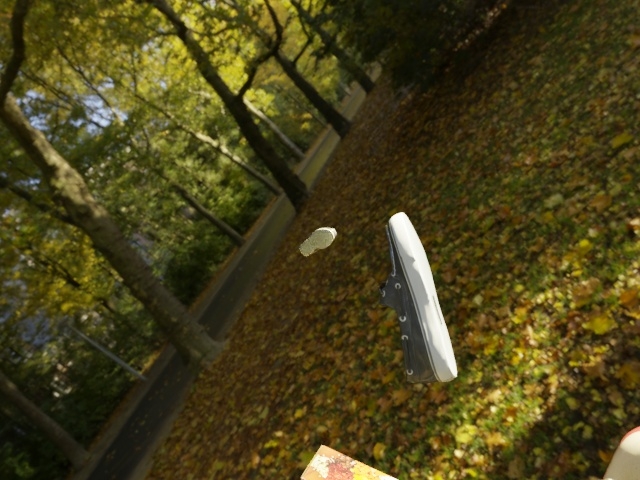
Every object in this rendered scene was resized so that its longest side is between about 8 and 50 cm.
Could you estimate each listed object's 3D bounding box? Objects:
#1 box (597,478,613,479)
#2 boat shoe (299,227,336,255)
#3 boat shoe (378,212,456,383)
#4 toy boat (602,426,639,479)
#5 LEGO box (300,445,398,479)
[{"bbox_3d":[0.260,0.470,0.574,0.191,0.143,0.381,-41,18,52],"label":"box"},{"bbox_3d":[0.000,0.000,1.304,0.043,0.049,0.137,-24,-7,-38],"label":"boat shoe"},{"bbox_3d":[0.115,0.079,0.716,0.076,0.228,0.080,-18,-6,19],"label":"boat shoe"},{"bbox_3d":[0.593,0.428,0.951,0.151,0.151,0.231,-21,-54,-53],"label":"toy boat"},{"bbox_3d":[0.075,0.848,1.361,0.193,0.373,0.500,-15,-57,-72],"label":"LEGO box"}]
